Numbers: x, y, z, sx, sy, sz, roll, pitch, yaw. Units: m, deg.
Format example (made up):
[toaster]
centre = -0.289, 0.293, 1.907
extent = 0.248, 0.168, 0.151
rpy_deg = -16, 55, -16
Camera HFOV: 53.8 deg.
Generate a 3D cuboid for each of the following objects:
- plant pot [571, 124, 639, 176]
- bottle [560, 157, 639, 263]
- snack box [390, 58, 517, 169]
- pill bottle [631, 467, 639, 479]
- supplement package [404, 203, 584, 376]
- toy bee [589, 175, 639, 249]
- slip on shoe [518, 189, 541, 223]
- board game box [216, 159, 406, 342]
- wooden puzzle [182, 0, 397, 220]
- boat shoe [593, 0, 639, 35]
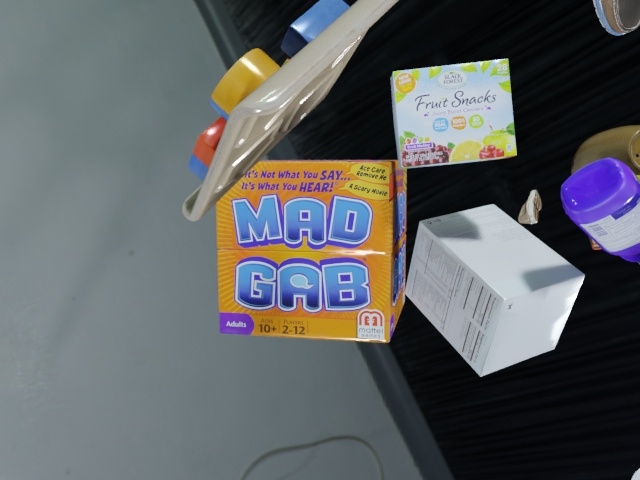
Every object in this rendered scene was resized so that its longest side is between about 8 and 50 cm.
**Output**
[plant pot]
centre = 0.816, -0.206, 1.647
extent = 0.237, 0.254, 0.237
rpy_deg = 0, 84, 4
[bottle]
centre = 0.523, -0.033, 1.083
extent = 0.283, 0.118, 0.092
rpy_deg = 29, 39, -37
[snack box]
centre = 0.237, -0.226, 1.144
extent = 0.207, 0.070, 0.175
rpy_deg = -5, 93, 1
[pill bottle]
centre = 0.487, 0.375, 0.838
extent = 0.169, 0.094, 0.094
rpy_deg = 49, 47, -15
[supplement package]
centre = 0.334, 0.090, 1.264
extent = 0.199, 0.198, 0.263
rpy_deg = -13, 39, -25
[toy bee]
centre = 0.739, -0.064, 1.366
extent = 0.195, 0.298, 0.162
rpy_deg = 59, 0, 24
[slip on shoe]
centre = 0.526, -0.083, 1.587
extent = 0.051, 0.041, 0.135
rpy_deg = 58, 36, -23
[board game box]
centre = 0.000, 0.000, 1.407
extent = 0.356, 0.356, 0.356
rpy_deg = -30, 121, -76
[wooden puzzle]
centre = -0.056, -0.199, 0.843
extent = 0.080, 0.348, 0.322
rpy_deg = 44, 61, -5
[boat shoe]
centre = 0.361, -0.327, 0.727
extent = 0.066, 0.066, 0.183
rpy_deg = -21, 119, -11
